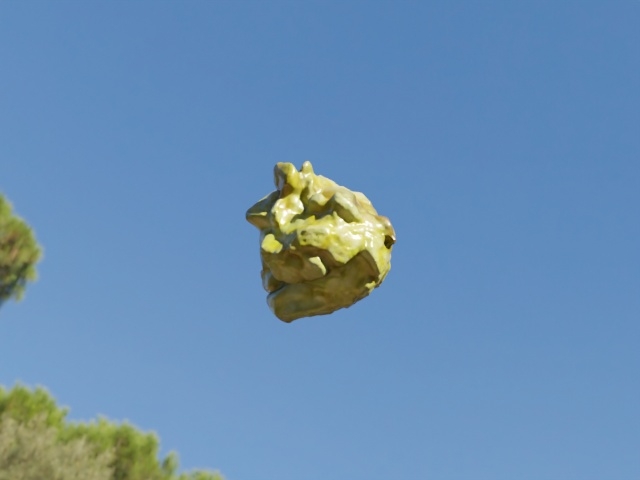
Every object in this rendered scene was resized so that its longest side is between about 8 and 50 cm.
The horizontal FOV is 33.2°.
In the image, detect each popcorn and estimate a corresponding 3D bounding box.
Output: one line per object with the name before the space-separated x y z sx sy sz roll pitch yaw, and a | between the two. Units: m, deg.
popcorn | -0.001 0.001 1.326 0.167 0.185 0.187 -18 -29 -9
